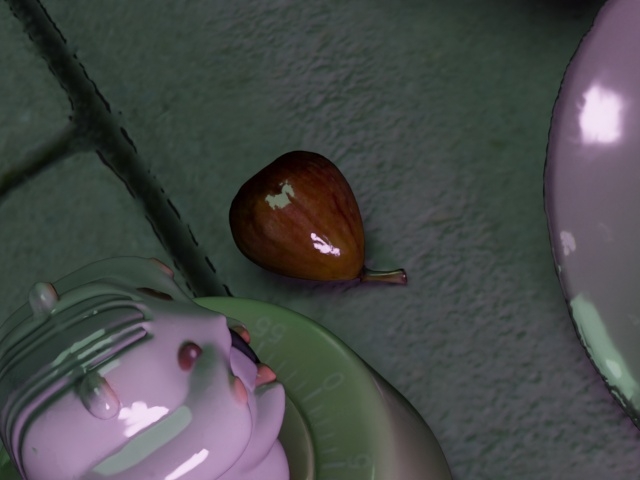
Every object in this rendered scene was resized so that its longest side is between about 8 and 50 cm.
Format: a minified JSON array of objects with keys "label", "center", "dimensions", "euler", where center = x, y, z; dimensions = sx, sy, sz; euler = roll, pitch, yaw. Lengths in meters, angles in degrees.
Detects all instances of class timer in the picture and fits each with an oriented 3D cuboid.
[{"label":"timer","center":[-0.087,0.126,1.014],"dimensions":[0.290,0.315,0.291],"euler":[-7,58,12]}]

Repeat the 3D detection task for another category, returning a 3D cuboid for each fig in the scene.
[{"label":"fig","center":[0.000,0.000,1.210],"dimensions":[0.125,0.089,0.089],"euler":[42,78,9]}]

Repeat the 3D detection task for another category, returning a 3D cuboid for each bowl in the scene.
[{"label":"bowl","center":[0.305,-0.025,1.044],"dimensions":[0.157,0.337,0.337],"euler":[-10,46,-38]}]
